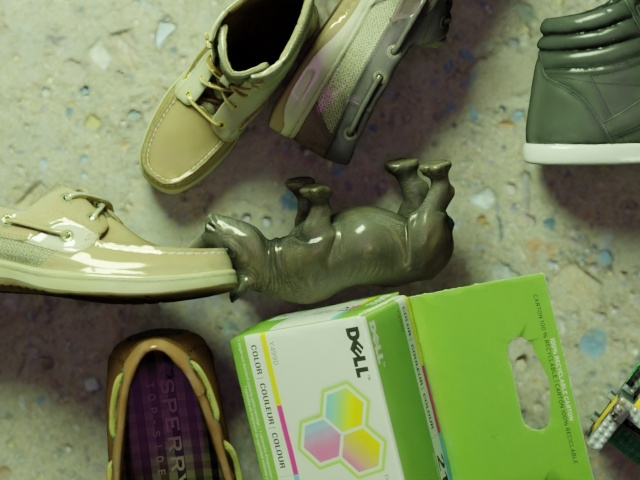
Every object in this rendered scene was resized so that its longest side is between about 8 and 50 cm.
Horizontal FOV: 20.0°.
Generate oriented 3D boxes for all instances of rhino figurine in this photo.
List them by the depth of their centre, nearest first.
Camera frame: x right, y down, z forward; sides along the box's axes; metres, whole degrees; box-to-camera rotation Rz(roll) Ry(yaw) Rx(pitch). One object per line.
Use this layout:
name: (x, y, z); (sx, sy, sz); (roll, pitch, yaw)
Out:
rhino figurine: (0.000, 0.000, 1.555); (0.243, 0.073, 0.106); (-11, 103, 2)

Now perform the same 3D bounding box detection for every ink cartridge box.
ink cartridge box: (0.074, 0.140, 1.499); (0.255, 0.097, 0.189); (-12, 94, 29)

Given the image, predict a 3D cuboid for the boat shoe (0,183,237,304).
boat shoe: (-0.217, -0.001, 1.526); (0.302, 0.109, 0.098); (4, 85, 11)

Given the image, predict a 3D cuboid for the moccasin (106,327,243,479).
moccasin: (-0.110, 0.265, 1.528); (0.139, 0.147, 0.380); (-2, 93, -2)

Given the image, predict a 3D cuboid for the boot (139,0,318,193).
boot: (-0.079, -0.131, 1.499); (0.077, 0.165, 0.213); (40, 90, -2)

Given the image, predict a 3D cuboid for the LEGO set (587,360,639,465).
LEGO set: (0.374, 0.156, 1.487); (0.255, 0.192, 0.331); (-45, 83, 6)

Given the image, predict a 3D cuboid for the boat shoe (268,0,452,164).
boat shoe: (0.066, -0.192, 1.538); (0.092, 0.103, 0.285); (35, 95, -8)

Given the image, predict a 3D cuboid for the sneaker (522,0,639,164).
sneaker: (0.317, -0.145, 1.539); (0.295, 0.104, 0.147); (-3, 98, 3)
